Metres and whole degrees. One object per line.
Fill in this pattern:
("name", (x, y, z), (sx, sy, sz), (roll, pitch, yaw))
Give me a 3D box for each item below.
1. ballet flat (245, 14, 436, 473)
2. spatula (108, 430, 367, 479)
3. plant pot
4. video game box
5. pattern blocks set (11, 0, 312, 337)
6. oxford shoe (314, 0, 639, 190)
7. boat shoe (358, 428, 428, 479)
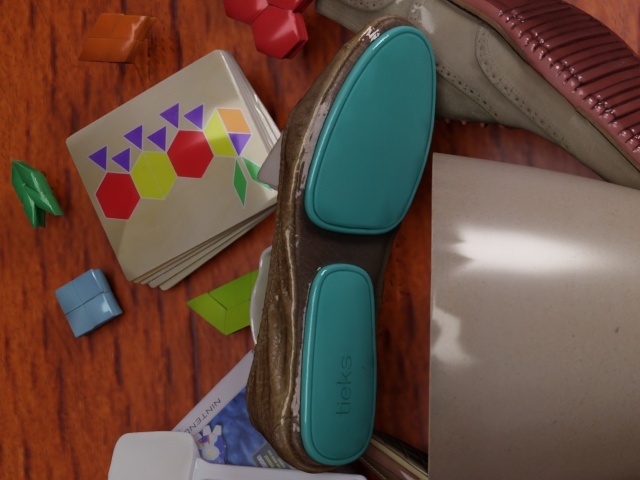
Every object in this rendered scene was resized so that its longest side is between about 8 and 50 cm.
("ballet flat", (0.000, 0.000, 1.228), (0.124, 0.116, 0.342), (9, 93, 53))
("spatula", (-0.076, 0.234, 1.250), (0.242, 0.019, 0.168), (-1, 71, 34))
("plant pot", (0.213, 0.066, 1.146), (0.274, 0.256, 0.256), (0, 85, 4))
("video game box", (-0.059, 0.220, 1.286), (0.187, 0.048, 0.205), (-47, 53, 12))
("pattern blocks set", (-0.110, -0.061, 1.346), (0.325, 0.026, 0.285), (-19, 87, 24))
("oxford shoe", (0.138, -0.130, 1.256), (0.348, 0.123, 0.130), (45, 122, 24))
("boat shoe", (0.086, 0.208, 1.254), (0.178, 0.064, 0.060), (37, 96, 17))
